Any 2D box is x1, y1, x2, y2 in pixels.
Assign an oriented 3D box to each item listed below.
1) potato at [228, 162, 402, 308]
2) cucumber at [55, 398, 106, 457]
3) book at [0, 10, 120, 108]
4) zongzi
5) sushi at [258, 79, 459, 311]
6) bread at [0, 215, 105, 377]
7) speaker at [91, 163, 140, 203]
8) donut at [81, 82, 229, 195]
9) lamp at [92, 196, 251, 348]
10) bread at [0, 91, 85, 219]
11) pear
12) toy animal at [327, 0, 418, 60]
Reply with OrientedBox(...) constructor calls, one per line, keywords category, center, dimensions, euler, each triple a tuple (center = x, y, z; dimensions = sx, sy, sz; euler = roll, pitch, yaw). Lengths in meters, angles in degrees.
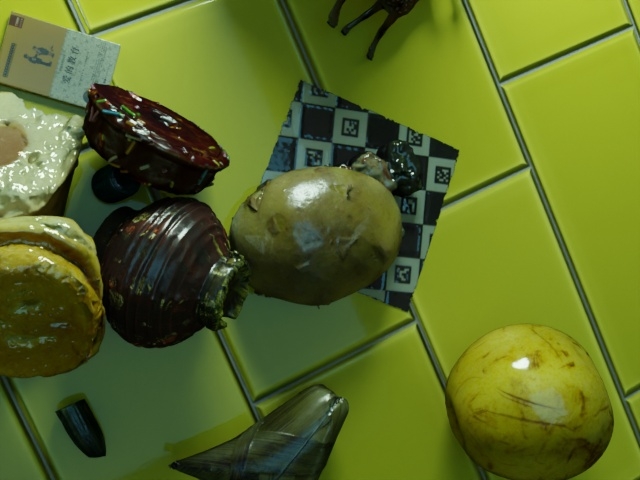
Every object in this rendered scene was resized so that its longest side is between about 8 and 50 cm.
OrientedBox(category="potato", center=(0.000, 0.000, 1.245), dimensions=(0.299, 0.116, 0.239), euler=(-6, 105, -9))
OrientedBox(category="cucumber", center=(-0.373, 0.300, 1.204), dimensions=(0.048, 0.048, 0.105), euler=(-28, 99, -15))
OrientedBox(category="book", center=(-0.418, -0.282, 1.218), dimensions=(0.172, 0.012, 0.118), euler=(14, 84, -16))
OrientedBox(category="zongzi", center=(-0.093, 0.315, 1.252), dimensions=(0.242, 0.112, 0.221), euler=(26, 83, -13))
OrientedBox(category="sushi", center=(0.072, -0.080, 1.328), dimensions=(0.339, 0.069, 0.320), euler=(23, 83, -15))
OrientedBox(category="bread", center=(-0.396, 0.083, 1.036), dimensions=(0.198, 0.120, 0.236), euler=(-3, 113, -11))
OrientedBox(category="speaker", center=(-0.312, -0.102, 1.215), dimensions=(0.094, 0.075, 0.060), euler=(-45, 111, -37))
OrientedBox(category="donut", center=(-0.256, -0.150, 1.164), dimensions=(0.235, 0.235, 0.089), euler=(28, 106, -14))
OrientedBox(category="lamp", center=(-0.225, 0.051, 1.159), dimensions=(0.247, 0.247, 0.246), euler=(0, 89, -16))
OrientedBox(category="bread", center=(-0.455, -0.106, 1.101), dimensions=(0.184, 0.211, 0.224), euler=(20, 89, -8))
OrientedBox(category="pear", center=(0.352, 0.279, 1.310), dimensions=(0.281, 0.281, 0.280), euler=(0, 89, -16))
OrientedBox(category="toy animal", center=(0.141, -0.434, 1.306), dimensions=(0.260, 0.243, 0.087), euler=(-45, 71, 14))
